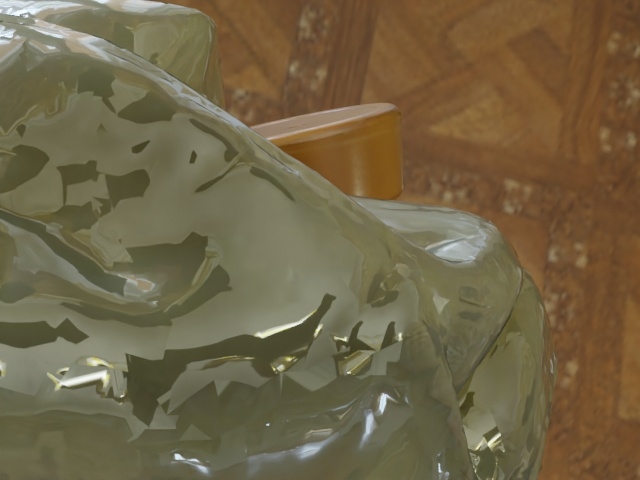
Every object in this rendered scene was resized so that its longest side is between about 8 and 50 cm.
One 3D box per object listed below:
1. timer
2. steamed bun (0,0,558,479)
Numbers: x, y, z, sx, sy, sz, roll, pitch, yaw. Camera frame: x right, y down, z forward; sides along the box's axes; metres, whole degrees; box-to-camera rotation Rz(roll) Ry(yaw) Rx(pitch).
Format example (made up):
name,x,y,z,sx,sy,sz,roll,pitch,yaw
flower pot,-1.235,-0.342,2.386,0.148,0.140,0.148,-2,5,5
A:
name,x,y,z,sx,sy,sz,roll,pitch,yaw
timer,0.000,0.000,1.032,0.132,0.132,0.152,-15,99,-17
steamed bun,-0.102,0.042,0.654,0.367,0.342,0.255,8,56,-23
